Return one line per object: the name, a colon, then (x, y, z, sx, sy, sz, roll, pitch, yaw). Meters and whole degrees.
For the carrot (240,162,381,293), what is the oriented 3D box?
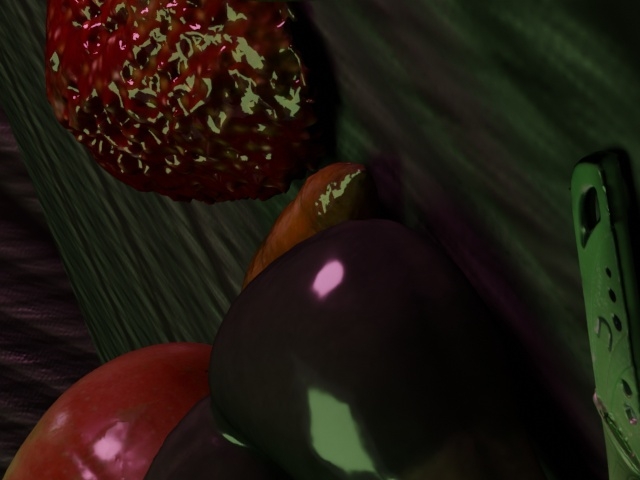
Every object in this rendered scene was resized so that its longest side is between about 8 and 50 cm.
carrot: (0.000, 0.000, 0.908, 0.072, 0.072, 0.205, 64, 162, 15)

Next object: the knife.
knife: (0.132, 0.090, 0.653, 0.043, 0.020, 0.293, -131, 25, -58)

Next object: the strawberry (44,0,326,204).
strawberry: (-0.108, -0.124, 0.991, 0.306, 0.137, 0.233, -165, 56, -74)

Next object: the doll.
doll: (0.016, 0.219, 0.829, 0.382, 0.252, 0.378, 55, 162, 23)

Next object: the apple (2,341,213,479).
apple: (-0.095, 0.247, 1.166, 0.277, 0.319, 0.319, 25, 143, 27)
